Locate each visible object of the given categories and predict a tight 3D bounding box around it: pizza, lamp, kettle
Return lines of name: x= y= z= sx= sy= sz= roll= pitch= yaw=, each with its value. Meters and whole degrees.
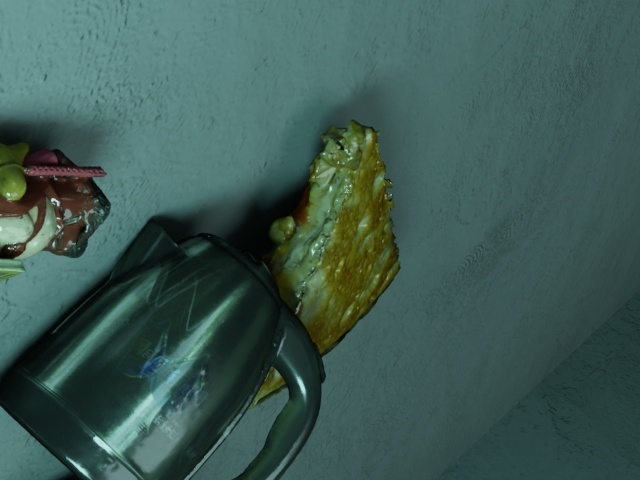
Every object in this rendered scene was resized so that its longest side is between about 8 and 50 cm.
pizza: x=0.000 y=0.000 z=1.654 sx=0.440 sy=0.130 sz=0.406 roll=-38 pitch=148 yaw=-51
lamp: x=-0.301 y=-0.030 z=1.104 sx=0.118 sy=0.118 sz=0.253 roll=-57 pitch=157 yaw=17
kettle: x=-0.151 y=0.161 z=1.436 sx=0.324 sy=0.321 sz=0.228 roll=-48 pitch=-170 yaw=-16

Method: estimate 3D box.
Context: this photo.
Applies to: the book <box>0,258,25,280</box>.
book: x=-0.374 y=0.035 z=1.050 sx=0.168 sy=0.013 sz=0.192 roll=-16 pitch=167 yaw=31
